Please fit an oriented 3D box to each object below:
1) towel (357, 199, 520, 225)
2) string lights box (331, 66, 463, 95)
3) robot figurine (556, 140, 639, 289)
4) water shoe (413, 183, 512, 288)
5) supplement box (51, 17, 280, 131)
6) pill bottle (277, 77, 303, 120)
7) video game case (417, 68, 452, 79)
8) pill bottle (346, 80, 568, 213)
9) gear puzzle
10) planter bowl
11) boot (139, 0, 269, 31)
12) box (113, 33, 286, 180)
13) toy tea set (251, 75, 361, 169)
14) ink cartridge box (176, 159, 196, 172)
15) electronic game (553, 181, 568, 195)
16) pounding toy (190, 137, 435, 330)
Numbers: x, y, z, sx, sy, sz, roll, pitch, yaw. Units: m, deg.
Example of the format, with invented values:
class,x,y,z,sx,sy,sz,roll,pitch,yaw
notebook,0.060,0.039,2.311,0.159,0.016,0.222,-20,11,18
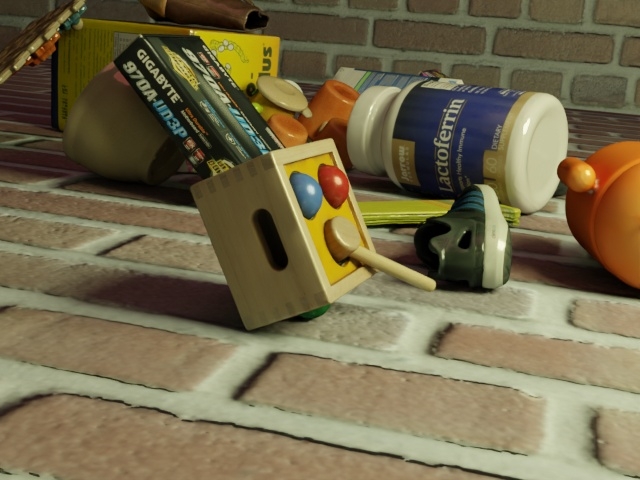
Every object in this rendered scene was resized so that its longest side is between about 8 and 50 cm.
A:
class,x,y,z,sx,sy,sz,roll,pitch,yaw
towel,0.106,-0.031,1.036,0.237,0.021,0.102,-2,9,-20
string lights box,0.120,-0.228,1.586,0.259,0.077,0.133,15,60,35
robot figurine,0.308,-0.024,0.837,0.128,0.158,0.219,-24,11,7
water shoe,0.128,-0.011,0.843,0.080,0.073,0.203,2,13,1
supplement box,-0.265,-0.260,1.483,0.356,0.194,0.195,16,18,37
pill bottle,-0.144,-0.247,1.600,0.229,0.131,0.131,16,18,39
video game case,0.301,-0.264,1.789,0.232,0.042,0.210,36,18,7
pill bottle,0.175,-0.130,1.178,0.264,0.153,0.153,13,16,35
gear puzzle,-0.474,-0.250,1.357,0.175,0.044,0.339,-11,38,39
planter bowl,-0.225,-0.136,1.115,0.109,0.162,0.162,36,22,12
boot,-0.184,-0.378,1.465,0.206,0.090,0.248,19,14,5
box,-0.128,-0.145,1.065,0.051,0.220,0.175,-37,0,19
toy tea set,-0.018,-0.156,1.389,0.336,0.124,0.200,-6,46,-48
ink cartridge box,-0.181,-0.126,1.256,0.122,0.052,0.088,2,14,-14
electronic game,0.275,-0.106,1.329,0.229,0.048,0.229,4,14,-1
pounding toy,0.000,0.000,0.661,0.100,0.141,0.130,-21,2,26
